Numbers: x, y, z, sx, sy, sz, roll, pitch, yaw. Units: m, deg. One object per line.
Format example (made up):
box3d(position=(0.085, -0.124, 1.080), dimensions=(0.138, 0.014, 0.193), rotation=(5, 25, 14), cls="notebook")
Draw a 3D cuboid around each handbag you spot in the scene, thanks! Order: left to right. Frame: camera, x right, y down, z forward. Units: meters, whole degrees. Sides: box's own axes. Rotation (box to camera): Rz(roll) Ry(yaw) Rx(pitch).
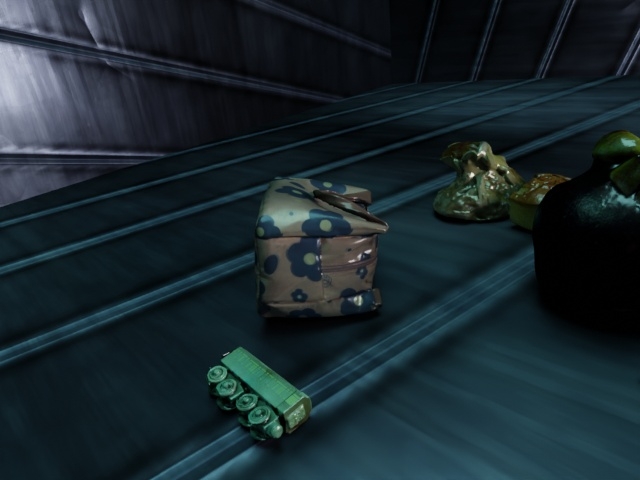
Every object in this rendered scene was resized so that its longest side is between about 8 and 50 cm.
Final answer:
box3d(position=(0.000, 0.000, 0.673), dimensions=(0.193, 0.190, 0.252), rotation=(3, 22, -1), cls="handbag")

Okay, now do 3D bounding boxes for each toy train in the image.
box3d(position=(-0.080, 0.177, 0.487), dimensions=(0.070, 0.038, 0.147), rotation=(-25, 30, -37), cls="toy train")

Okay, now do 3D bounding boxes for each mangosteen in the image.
box3d(position=(0.398, -0.025, 0.543), dimensions=(0.242, 0.243, 0.243), rotation=(-6, 26, 3), cls="mangosteen")

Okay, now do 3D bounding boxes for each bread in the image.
box3d(position=(0.449, -0.075, 0.796), dimensions=(0.125, 0.086, 0.156), rotation=(20, 38, 42), cls="bread")

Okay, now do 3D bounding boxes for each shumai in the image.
box3d(position=(0.339, -0.134, 0.885), dimensions=(0.209, 0.153, 0.161), rotation=(-13, 19, -3), cls="shumai")
